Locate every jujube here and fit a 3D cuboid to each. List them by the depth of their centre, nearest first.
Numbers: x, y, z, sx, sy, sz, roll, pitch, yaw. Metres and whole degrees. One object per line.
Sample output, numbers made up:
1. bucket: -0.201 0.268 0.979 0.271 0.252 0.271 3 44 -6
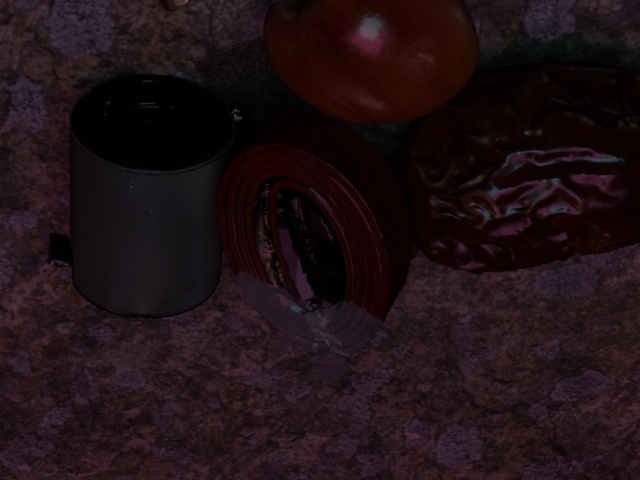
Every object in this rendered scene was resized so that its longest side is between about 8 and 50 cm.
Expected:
1. jujube: 0.288 -0.098 1.697 0.377 0.276 0.276 -3 130 5

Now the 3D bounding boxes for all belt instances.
1. belt: 0.000 0.000 1.643 0.227 0.115 0.324 -9 115 27

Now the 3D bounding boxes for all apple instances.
1. apple: 0.068 -0.251 1.586 0.242 0.242 0.241 -37 122 25

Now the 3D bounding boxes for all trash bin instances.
1. trash bin: -0.234 -0.059 1.744 0.277 0.217 0.262 -1 130 -10

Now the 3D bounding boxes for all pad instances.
1. pad: -0.038 -0.221 1.755 0.235 0.003 0.158 -17 128 12

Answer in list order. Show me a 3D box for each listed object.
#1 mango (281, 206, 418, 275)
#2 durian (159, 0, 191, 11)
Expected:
1. mango: 0.037 -0.042 1.799 0.236 0.166 0.136 30 111 -8
2. durian: -0.170 -0.339 1.622 0.066 0.052 0.130 27 123 -25
